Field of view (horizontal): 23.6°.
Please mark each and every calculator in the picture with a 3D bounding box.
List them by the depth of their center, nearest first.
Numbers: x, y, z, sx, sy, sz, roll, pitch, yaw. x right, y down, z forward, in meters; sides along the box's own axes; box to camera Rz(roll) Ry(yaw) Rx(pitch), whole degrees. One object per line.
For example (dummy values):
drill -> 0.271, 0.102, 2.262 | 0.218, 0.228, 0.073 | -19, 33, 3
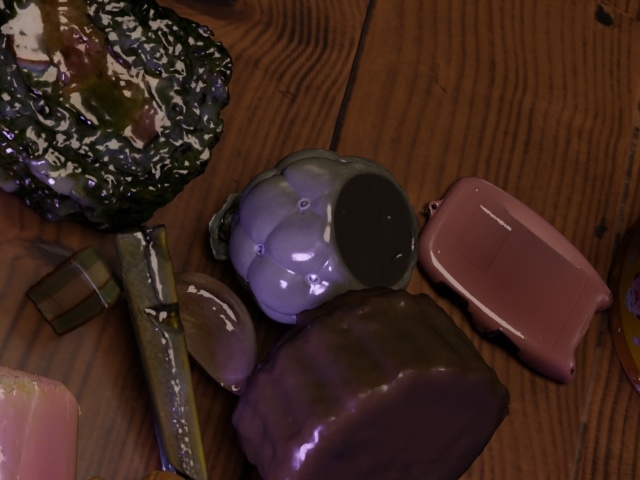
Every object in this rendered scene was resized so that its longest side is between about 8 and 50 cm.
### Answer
calculator -> 0.282, 0.048, 2.238 | 0.330, 0.048, 0.220 | 38, 61, -10

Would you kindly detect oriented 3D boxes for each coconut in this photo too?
coconut -> -0.388, 0.275, 1.705 | 0.233, 0.233, 0.245 | 15, 67, -24

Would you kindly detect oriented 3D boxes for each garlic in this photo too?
garlic -> -0.144, 0.106, 1.968 | 0.195, 0.087, 0.101 | 45, 75, -10

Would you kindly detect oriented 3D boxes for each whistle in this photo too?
whistle -> -0.194, 0.142, 1.895 | 0.057, 0.068, 0.326 | -16, 98, -53

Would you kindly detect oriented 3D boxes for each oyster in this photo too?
oyster -> -0.119, -0.022, 2.040 | 0.100, 0.037, 0.098 | -4, 86, -47

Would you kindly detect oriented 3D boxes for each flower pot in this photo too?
flower pot -> 0.000, 0.000, 1.992 | 0.246, 0.195, 0.246 | 12, 73, -45

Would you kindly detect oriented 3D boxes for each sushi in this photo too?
sushi -> -0.299, -0.177, 1.917 | 0.352, 0.178, 0.294 | 30, 65, -21

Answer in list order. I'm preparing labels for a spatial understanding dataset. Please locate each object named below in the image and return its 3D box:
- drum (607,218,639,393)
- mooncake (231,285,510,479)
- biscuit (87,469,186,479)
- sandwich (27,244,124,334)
drum -> 0.658, 0.095, 2.305 | 0.431, 0.214, 0.431 | 6, 73, -19
mooncake -> 0.059, 0.210, 1.911 | 0.324, 0.324, 0.187 | -10, 47, -31
biscuit -> -0.159, 0.421, 1.824 | 0.376, 0.051, 0.269 | 49, 39, -18
sandwich -> -0.273, 0.042, 1.869 | 0.113, 0.163, 0.079 | -41, 96, -33
